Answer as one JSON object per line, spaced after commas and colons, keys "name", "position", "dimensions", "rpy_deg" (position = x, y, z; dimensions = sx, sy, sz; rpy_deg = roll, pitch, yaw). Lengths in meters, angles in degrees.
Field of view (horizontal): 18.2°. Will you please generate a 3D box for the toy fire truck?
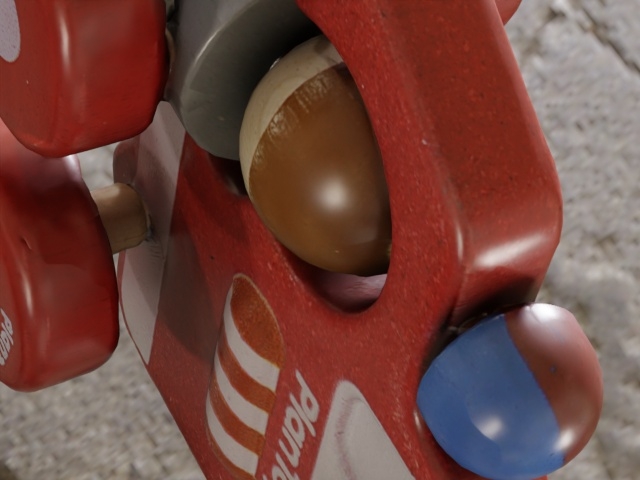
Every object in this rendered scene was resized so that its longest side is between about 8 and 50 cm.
{"name": "toy fire truck", "position": [0.000, 0.000, 0.640], "dimensions": [0.169, 0.302, 0.254], "rpy_deg": [-18, 58, -26]}
